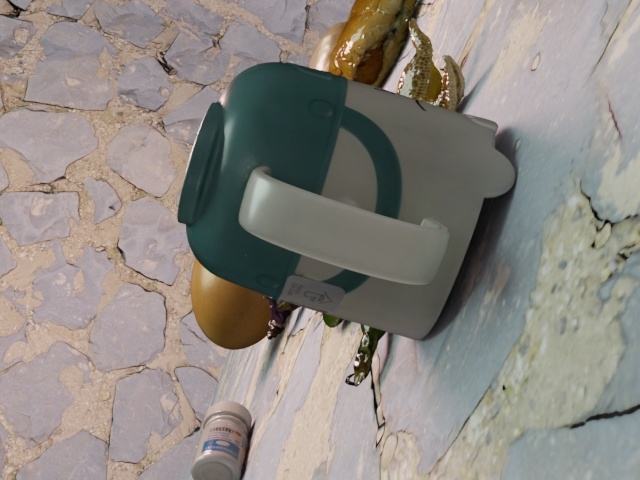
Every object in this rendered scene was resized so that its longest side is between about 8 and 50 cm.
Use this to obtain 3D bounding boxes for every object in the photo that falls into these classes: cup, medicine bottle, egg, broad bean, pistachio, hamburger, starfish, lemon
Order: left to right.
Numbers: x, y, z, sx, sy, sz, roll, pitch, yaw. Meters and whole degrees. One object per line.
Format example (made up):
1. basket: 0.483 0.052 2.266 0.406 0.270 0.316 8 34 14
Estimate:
1. medicine bottle: -0.203 0.425 1.390 0.168 0.105 0.105 -84 17 -63
2. egg: -0.188 0.103 1.613 0.250 0.250 0.322 131 153 -69
3. cup: 0.015 -0.033 0.596 0.289 0.258 0.219 -101 28 -76
4. pistachio: 0.046 -0.449 1.777 0.197 0.166 0.288 -104 33 -50
5. broad bean: 0.044 0.074 0.836 0.292 0.050 0.144 -133 64 -81
6. hamburger: 0.104 -0.434 1.505 0.309 0.133 0.211 129 163 -61
7. starfish: 0.103 -0.146 0.861 0.236 0.062 0.277 -22 63 60
8. lemon: 0.136 -0.209 0.925 0.062 0.062 0.083 -100 34 -76

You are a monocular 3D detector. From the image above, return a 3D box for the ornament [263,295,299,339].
1. ornament: -0.074 0.119 1.407 0.081 0.088 0.203 -78 11 -56
